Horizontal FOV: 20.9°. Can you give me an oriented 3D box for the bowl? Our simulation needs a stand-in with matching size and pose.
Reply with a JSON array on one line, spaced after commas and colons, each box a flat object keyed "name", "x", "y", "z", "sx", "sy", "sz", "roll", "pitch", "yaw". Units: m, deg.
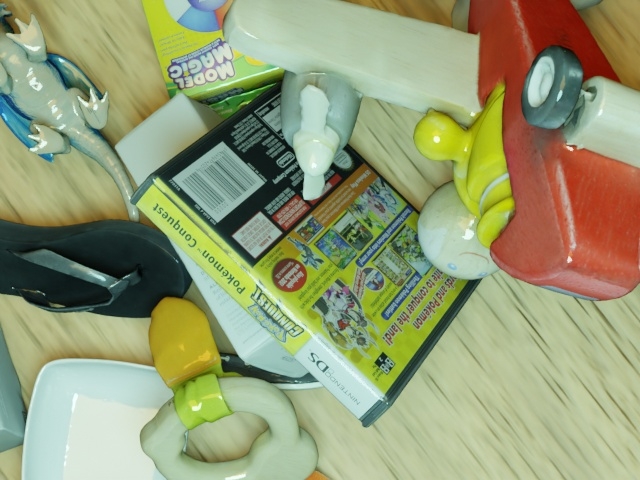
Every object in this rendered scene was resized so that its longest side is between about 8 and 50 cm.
[{"name": "bowl", "x": -0.183, "y": 0.177, "z": 1.509, "sx": 0.142, "sy": 0.053, "sz": 0.142, "roll": 6, "pitch": 81, "yaw": 6}]

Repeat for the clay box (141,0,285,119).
[{"name": "clay box", "x": -0.092, "y": -0.210, "z": 1.567, "sx": 0.127, "sy": 0.053, "sz": 0.222, "roll": -18, "pitch": 78, "yaw": 4}]

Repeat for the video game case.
[{"name": "video game case", "x": 0.000, "y": 0.000, "z": 1.403, "sx": 0.248, "sy": 0.275, "sz": 0.035, "roll": 44, "pitch": 119, "yaw": 1}]

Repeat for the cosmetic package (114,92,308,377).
[{"name": "cosmetic package", "x": -0.069, "y": -0.004, "z": 1.472, "sx": 0.085, "sy": 0.117, "sz": 0.231, "roll": -39, "pitch": 65, "yaw": 10}]

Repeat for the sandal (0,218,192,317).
[{"name": "sandal", "x": -0.233, "y": 0.030, "z": 1.519, "sx": 0.255, "sy": 0.097, "sz": 0.054, "roll": 4, "pitch": 37, "yaw": 14}]

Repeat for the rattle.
[{"name": "rattle", "x": -0.065, "y": 0.156, "z": 1.485, "sx": 0.130, "sy": 0.200, "sz": 0.143, "roll": -56, "pitch": 35, "yaw": 9}]

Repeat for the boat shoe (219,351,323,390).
[{"name": "boat shoe", "x": -0.046, "y": 0.112, "z": 1.512, "sx": 0.125, "sy": 0.046, "sz": 0.038, "roll": -2, "pitch": 85, "yaw": 14}]

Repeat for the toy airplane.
[{"name": "toy airplane", "x": 0.152, "y": -0.099, "z": 1.416, "sx": 0.386, "sy": 0.384, "sz": 0.272, "roll": 37, "pitch": 121, "yaw": 19}]

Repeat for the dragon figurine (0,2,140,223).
[{"name": "dragon figurine", "x": -0.243, "y": -0.124, "z": 1.551, "sx": 0.085, "sy": 0.144, "sz": 0.289, "roll": -44, "pitch": 99, "yaw": -4}]

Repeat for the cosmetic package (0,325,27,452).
[{"name": "cosmetic package", "x": -0.384, "y": 0.153, "z": 1.510, "sx": 0.238, "sy": 0.107, "sz": 0.127, "roll": -23, "pitch": 76, "yaw": 5}]
